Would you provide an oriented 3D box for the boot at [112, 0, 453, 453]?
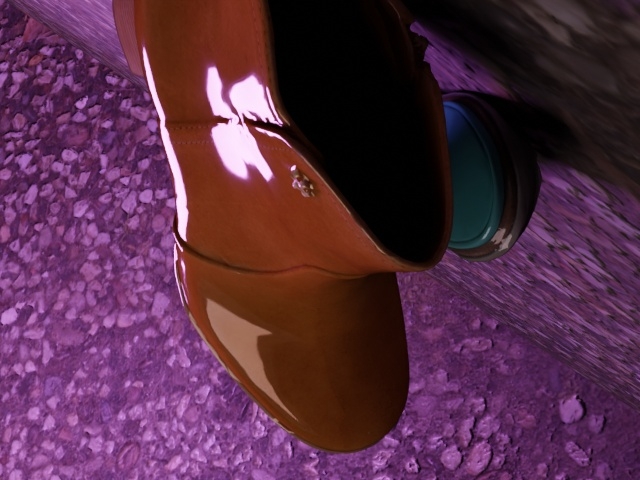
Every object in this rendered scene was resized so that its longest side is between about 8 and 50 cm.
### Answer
[{"bbox_3d":[0.001,-0.001,0.559,0.211,0.104,0.295,25,141,65],"label":"boot"}]

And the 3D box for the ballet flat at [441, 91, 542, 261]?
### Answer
[{"bbox_3d":[0.070,-0.037,0.626,0.068,0.072,0.213,5,-170,-20],"label":"ballet flat"}]
